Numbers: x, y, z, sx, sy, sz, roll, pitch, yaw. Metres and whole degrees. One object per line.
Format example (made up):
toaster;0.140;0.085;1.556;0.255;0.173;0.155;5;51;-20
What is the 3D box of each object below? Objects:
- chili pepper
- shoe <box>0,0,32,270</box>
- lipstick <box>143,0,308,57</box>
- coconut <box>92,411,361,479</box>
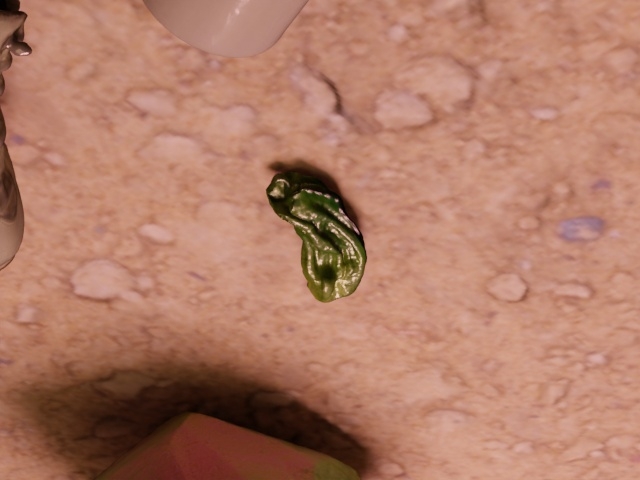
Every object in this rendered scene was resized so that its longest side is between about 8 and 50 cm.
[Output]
chili pepper;0.001;0.000;0.785;0.034;0.030;0.091;15;147;30
shoe;-0.164;-0.087;0.634;0.098;0.103;0.275;-12;142;2
lipstick;0.016;-0.165;0.534;0.070;0.070;0.254;21;140;-20
coconut;-0.067;0.213;0.925;0.236;0.235;0.204;18;175;-17
